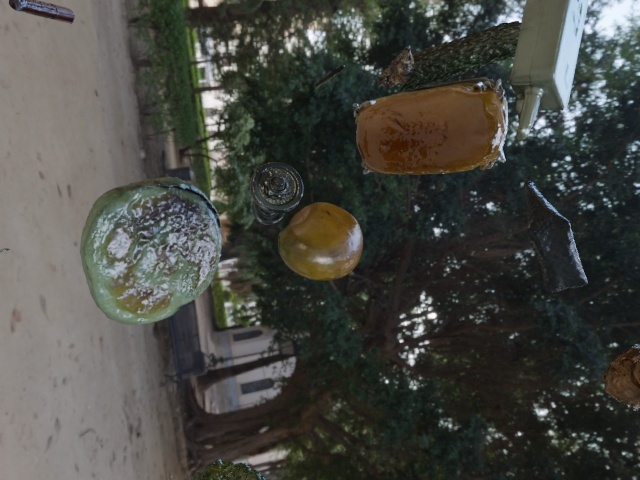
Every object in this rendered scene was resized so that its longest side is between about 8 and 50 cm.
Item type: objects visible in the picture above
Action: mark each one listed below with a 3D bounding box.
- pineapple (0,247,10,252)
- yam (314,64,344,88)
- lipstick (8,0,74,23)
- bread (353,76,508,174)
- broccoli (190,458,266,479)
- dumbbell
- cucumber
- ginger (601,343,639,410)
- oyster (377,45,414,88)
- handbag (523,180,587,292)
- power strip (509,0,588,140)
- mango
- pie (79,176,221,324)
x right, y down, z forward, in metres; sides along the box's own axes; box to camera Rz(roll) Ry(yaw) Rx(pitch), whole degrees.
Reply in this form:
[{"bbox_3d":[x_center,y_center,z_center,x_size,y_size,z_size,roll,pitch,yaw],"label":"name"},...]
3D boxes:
[{"bbox_3d":[-0.355,0.091,0.270,0.158,0.161,0.335,130,-25,-54],"label":"pineapple"},{"bbox_3d":[0.021,-0.404,1.133,0.107,0.014,0.014,-19,-101,46],"label":"yam"},{"bbox_3d":[-0.453,-0.377,0.750,0.176,0.027,0.027,-100,-175,-70],"label":"lipstick"},{"bbox_3d":[0.180,-0.182,0.759,0.107,0.241,0.136,-47,131,-54],"label":"bread"},{"bbox_3d":[-0.143,0.546,0.762,0.283,0.321,0.304,19,74,-62],"label":"broccoli"},{"bbox_3d":[-0.108,-0.086,1.016,0.254,0.110,0.110,133,-53,-71],"label":"dumbbell"},{"bbox_3d":[0.359,-0.467,1.155,0.096,0.359,0.096,37,48,-54],"label":"cucumber"},{"bbox_3d":[0.424,0.139,0.551,0.073,0.162,0.103,62,-21,25],"label":"ginger"},{"bbox_3d":[0.173,-0.400,1.066,0.029,0.086,0.132,55,34,-45],"label":"oyster"},{"bbox_3d":[0.544,0.001,1.089,0.270,0.088,0.175,60,25,-22],"label":"handbag"},{"bbox_3d":[0.274,-0.254,0.543,0.053,0.093,0.288,9,-95,37],"label":"power strip"},{"bbox_3d":[0.006,0.004,0.641,0.089,0.115,0.165,-46,-174,22],"label":"mango"},{"bbox_3d":[-0.254,0.016,0.706,0.054,0.240,0.241,20,-57,41],"label":"pie"}]
